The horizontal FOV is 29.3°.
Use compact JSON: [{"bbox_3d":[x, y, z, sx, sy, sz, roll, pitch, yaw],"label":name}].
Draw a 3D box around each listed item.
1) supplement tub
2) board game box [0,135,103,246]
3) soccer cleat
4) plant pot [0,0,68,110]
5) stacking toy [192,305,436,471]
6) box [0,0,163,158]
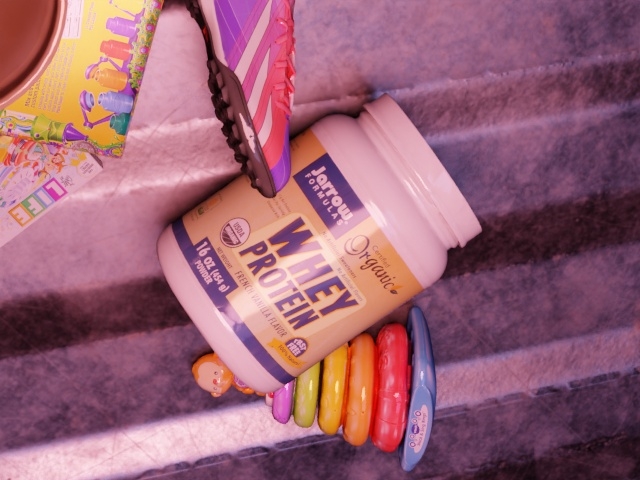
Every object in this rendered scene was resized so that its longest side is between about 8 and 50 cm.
[{"bbox_3d":[0.000,0.000,1.387,0.316,0.228,0.228,-35,119,3],"label":"supplement tub"},{"bbox_3d":[-0.337,-0.075,1.371,0.154,0.026,0.103,-37,119,4],"label":"board game box"},{"bbox_3d":[-0.067,-0.205,1.280,0.117,0.108,0.318,-15,86,-11],"label":"soccer cleat"},{"bbox_3d":[-0.340,-0.224,1.051,0.237,0.109,0.237,-6,117,-12],"label":"plant pot"},{"bbox_3d":[-0.011,0.176,1.534,0.302,0.165,0.175,6,118,-2],"label":"stacking toy"},{"bbox_3d":[-0.303,-0.267,1.201,0.279,0.177,0.289,11,112,-20],"label":"box"}]
